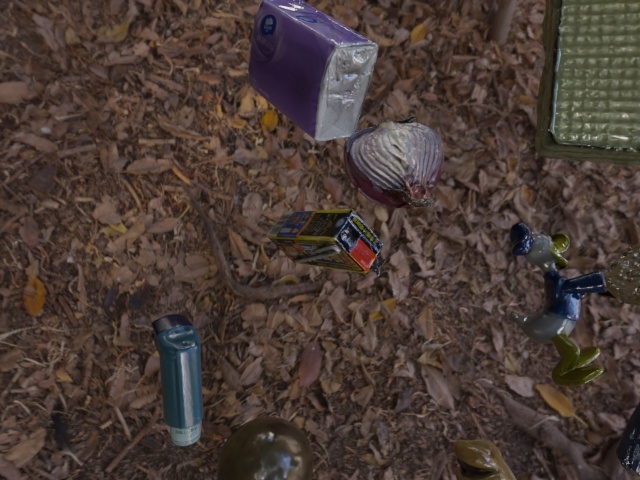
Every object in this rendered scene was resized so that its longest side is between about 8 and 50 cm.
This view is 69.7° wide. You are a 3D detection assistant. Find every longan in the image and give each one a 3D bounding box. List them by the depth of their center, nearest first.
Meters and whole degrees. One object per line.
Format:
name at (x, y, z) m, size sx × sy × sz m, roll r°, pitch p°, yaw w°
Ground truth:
longan at (-0.055, 0.242, 0.491) m, size 0.106 × 0.119 × 0.106 m, roll -11°, pitch 65°, yaw 24°

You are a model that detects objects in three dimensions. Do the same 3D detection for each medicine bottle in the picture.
medicine bottle at (-0.292, 0.291, 0.959) m, size 0.079 × 0.124 × 0.259 m, roll -10°, pitch 107°, yaw -37°

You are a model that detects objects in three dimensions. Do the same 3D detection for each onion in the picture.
onion at (0.203, -0.160, 1.212) m, size 0.266 × 0.159 × 0.349 m, roll -7°, pitch 49°, yaw 0°

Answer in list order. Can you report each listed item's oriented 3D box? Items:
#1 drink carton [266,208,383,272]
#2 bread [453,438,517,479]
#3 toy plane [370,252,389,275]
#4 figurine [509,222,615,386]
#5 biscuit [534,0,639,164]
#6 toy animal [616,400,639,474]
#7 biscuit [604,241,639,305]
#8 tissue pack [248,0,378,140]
drink carton at (0.000, 0.000, 0.616) m, size 0.071 × 0.165 × 0.056 m, roll 43°, pitch 70°, yaw -27°
bread at (0.268, 0.402, 0.687) m, size 0.081 × 0.134 × 0.225 m, roll -31°, pitch 72°, yaw 14°
toy plane at (0.145, 0.063, 1.188) m, size 0.024 × 0.077 × 0.084 m, roll 55°, pitch 21°, yaw -21°
figurine at (0.538, 0.094, 0.999) m, size 0.283 × 0.204 × 0.339 m, roll -35°, pitch 78°, yaw 16°
biscuit at (0.245, -0.181, 0.340) m, size 0.150 × 0.052 × 0.253 m, roll 4°, pitch 87°, yaw 12°
toy animal at (0.497, 0.123, 0.634) m, size 0.081 × 0.367 × 0.206 m, roll 21°, pitch 27°, yaw 9°
biscuit at (0.356, 0.019, 0.446) m, size 0.152 × 0.152 × 0.020 m, roll -37°, pitch 98°, yaw -27°
tissue pack at (-0.033, -0.433, 1.159) m, size 0.160 × 0.242 × 0.338 m, roll -17°, pitch 47°, yaw -33°
